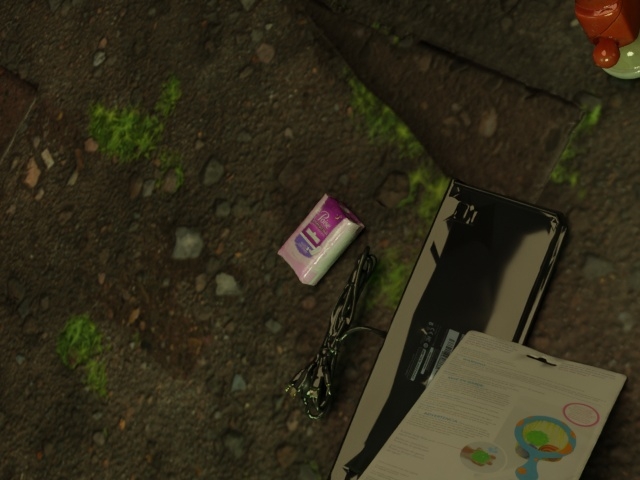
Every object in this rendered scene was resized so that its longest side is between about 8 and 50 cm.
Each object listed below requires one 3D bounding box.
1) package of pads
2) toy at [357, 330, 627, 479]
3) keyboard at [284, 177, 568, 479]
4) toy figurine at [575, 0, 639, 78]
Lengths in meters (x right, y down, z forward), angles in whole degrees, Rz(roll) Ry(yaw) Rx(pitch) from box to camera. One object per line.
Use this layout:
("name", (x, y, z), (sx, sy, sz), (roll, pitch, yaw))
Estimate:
("package of pads", (0.000, 0.000, 0.994), (0.083, 0.032, 0.050), (-50, 56, 12))
("toy", (0.130, 0.161, 0.748), (0.137, 0.237, 0.056), (16, 120, 25))
("keyboard", (0.083, 0.096, 0.905), (0.201, 0.033, 0.317), (22, 87, 32))
("toy figurine", (0.321, -0.179, 0.763), (0.209, 0.148, 0.213), (-43, 52, 9))
